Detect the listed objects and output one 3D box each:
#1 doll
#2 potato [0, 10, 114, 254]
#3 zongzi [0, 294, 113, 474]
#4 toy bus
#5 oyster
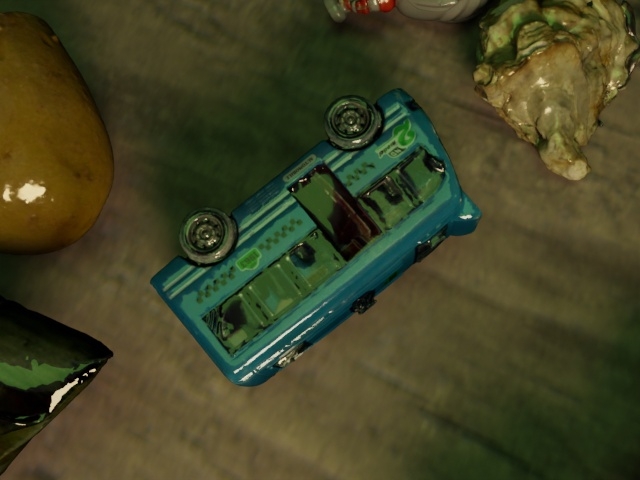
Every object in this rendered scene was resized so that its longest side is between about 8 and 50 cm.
[{"bbox_3d":[0.092,-0.235,0.625,0.180,0.079,0.094,-4,40,12],"label":"doll"},{"bbox_3d":[-0.255,-0.067,0.574,0.158,0.178,0.203,41,75,4],"label":"potato"},{"bbox_3d":[-0.406,0.084,0.447,0.383,0.362,0.319,39,100,15],"label":"zongzi"},{"bbox_3d":[0.000,0.000,0.538,0.246,0.113,0.134,-38,76,-3],"label":"toy bus"},{"bbox_3d":[0.209,-0.148,0.574,0.164,0.081,0.190,-17,89,-5],"label":"oyster"}]
